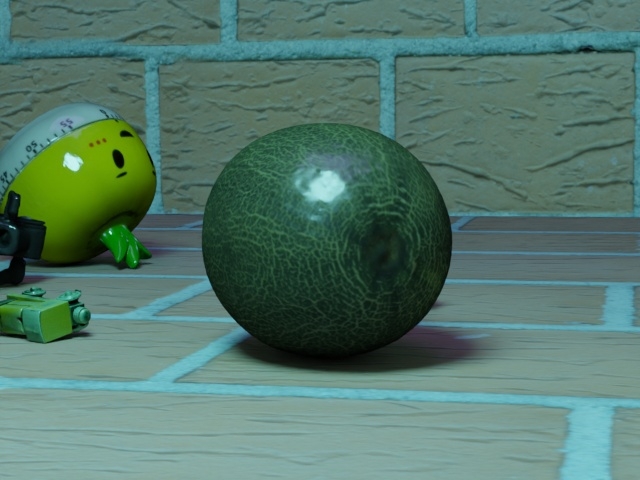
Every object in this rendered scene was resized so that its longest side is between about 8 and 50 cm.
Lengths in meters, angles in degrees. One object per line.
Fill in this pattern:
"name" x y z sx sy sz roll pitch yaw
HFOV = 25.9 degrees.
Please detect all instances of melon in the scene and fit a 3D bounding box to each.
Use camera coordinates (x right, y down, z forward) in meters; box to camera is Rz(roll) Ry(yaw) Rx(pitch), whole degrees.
"melon" 0.000 0.000 1.404 0.237 0.237 0.301 -3 5 -22

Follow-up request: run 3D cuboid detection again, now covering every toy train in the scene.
"toy train" -0.312 0.084 1.544 0.122 0.050 0.081 3 16 39

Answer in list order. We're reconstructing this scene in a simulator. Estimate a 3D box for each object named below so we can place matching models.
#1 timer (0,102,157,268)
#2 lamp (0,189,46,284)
"timer" -0.367 -0.056 2.232 0.285 0.285 0.285 -1 5 0
"lamp" -0.574 -0.030 1.892 0.374 0.205 0.272 10 1 -3
